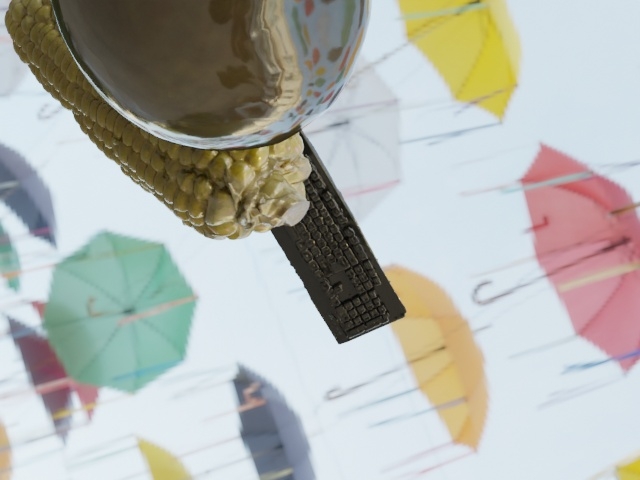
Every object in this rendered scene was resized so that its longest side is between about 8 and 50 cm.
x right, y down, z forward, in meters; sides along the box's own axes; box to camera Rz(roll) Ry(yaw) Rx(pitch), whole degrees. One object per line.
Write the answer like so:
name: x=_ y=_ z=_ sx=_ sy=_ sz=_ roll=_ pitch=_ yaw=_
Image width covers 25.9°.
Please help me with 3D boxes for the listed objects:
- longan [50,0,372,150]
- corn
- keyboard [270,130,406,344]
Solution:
longan: x=-0.067 y=-0.177 z=0.906 sx=0.248 sy=0.248 sz=0.248 roll=22 pitch=-62 yaw=49
corn: x=-0.134 y=-0.114 z=1.154 sx=0.347 sy=0.130 sz=0.130 roll=41 pitch=-48 yaw=30
keyboard: x=0.000 y=0.001 z=1.221 sx=0.196 sy=0.074 sz=0.015 roll=60 pitch=12 yaw=-16
